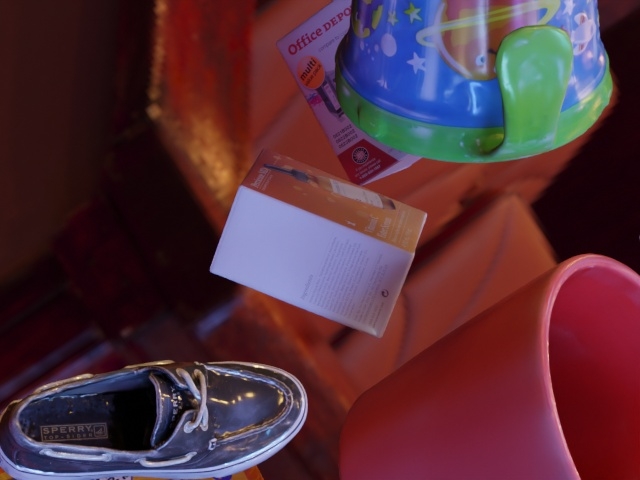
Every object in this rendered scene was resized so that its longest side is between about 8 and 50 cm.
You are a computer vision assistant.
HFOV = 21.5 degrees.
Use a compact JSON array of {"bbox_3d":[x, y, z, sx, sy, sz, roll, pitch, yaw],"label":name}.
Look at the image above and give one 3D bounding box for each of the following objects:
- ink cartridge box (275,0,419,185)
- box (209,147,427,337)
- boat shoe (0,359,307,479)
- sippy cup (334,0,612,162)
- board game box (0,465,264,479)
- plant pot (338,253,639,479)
[{"bbox_3d":[0.067,-0.168,1.724,0.127,0.128,0.176,-24,83,-54],"label":"ink cartridge box"},{"bbox_3d":[0.000,0.000,1.561,0.170,0.091,0.130,22,21,0],"label":"box"},{"bbox_3d":[-0.103,0.119,1.113,0.070,0.219,0.078,134,-55,-60],"label":"boat shoe"},{"bbox_3d":[0.125,-0.218,1.371,0.305,0.240,0.224,28,-44,34],"label":"sippy cup"},{"bbox_3d":[-0.178,0.416,1.594,0.356,0.356,0.356,59,-15,34],"label":"board game box"},{"bbox_3d":[0.166,0.179,1.387,0.275,0.243,0.275,29,49,-40],"label":"plant pot"}]
